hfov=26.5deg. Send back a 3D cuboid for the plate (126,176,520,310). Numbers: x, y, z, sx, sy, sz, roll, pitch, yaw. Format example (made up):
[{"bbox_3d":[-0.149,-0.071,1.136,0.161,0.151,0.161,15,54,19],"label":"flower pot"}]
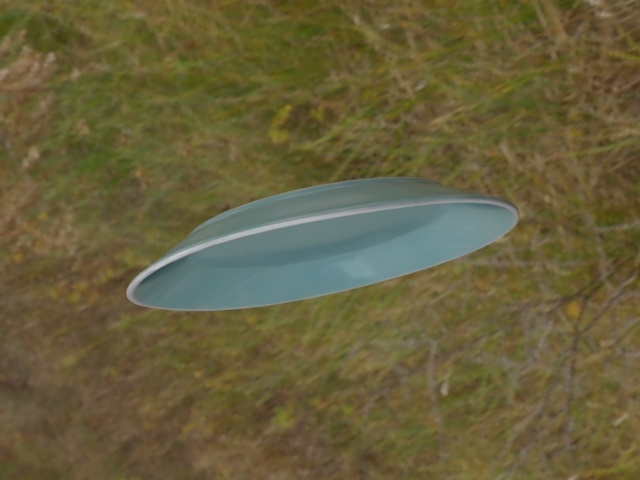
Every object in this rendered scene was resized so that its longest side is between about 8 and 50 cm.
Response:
[{"bbox_3d":[0.000,0.000,0.642,0.188,0.188,0.024,-29,68,55],"label":"plate"}]
